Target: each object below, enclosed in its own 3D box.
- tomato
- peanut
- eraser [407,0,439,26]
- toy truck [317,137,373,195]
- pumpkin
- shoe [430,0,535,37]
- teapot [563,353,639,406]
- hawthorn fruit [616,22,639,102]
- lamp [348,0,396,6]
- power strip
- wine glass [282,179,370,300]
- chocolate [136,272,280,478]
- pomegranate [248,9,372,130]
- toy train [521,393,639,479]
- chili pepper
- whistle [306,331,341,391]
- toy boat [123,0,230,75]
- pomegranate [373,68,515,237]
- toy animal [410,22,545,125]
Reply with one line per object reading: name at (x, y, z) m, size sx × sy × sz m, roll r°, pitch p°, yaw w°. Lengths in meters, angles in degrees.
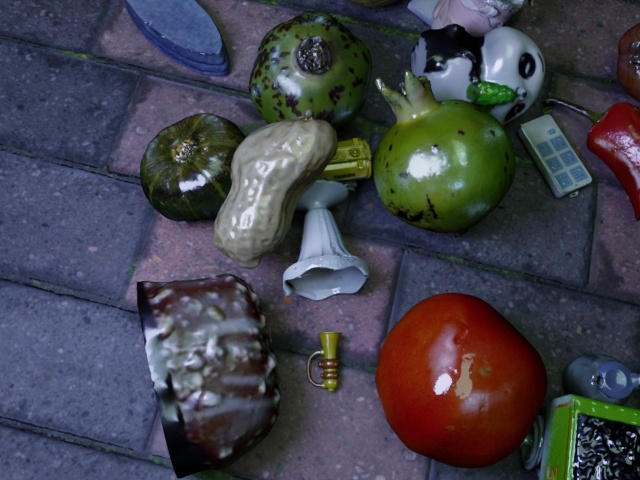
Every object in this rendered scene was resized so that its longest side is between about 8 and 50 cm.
tomato at (0.244, 0.233, 1.070) m, size 0.299 × 0.226 × 0.298 m, roll 2°, pitch 68°, yaw -5°
peanut at (-0.092, -0.099, 1.097) m, size 0.159 × 0.143 × 0.291 m, roll 34°, pitch 96°, yaw 30°
eraser at (0.286, -0.556, 1.440) m, size 0.104 × 0.023 × 0.150 m, roll 40°, pitch 73°, yaw 7°
toy truck at (-0.014, -0.144, 1.236) m, size 0.227 × 0.114 × 0.097 m, roll -8°, pitch 72°, yaw -6°
pumpkin at (-0.234, -0.136, 1.198) m, size 0.224 × 0.157 × 0.223 m, roll -6°, pitch 59°, yaw 10°
shoe at (0.387, -0.574, 1.345) m, size 0.172 × 0.198 × 0.350 m, roll 25°, pitch 78°, yaw -15°
teapot at (0.532, 0.267, 1.137) m, size 0.149 × 0.108 × 0.111 m, roll 28°, pitch 74°, yaw 6°
hawthorn fruit at (0.773, -0.386, 1.324) m, size 0.263 × 0.210 × 0.210 m, roll -7°, pitch 72°, yaw -14°
lamp at (0.128, -0.638, 1.360) m, size 0.250 × 0.250 × 0.284 m, roll 41°, pitch 35°, yaw 10°
power strip at (0.493, -0.179, 1.323) m, size 0.082 × 0.035 × 0.192 m, roll -23°, pitch 75°, yaw -11°
wine glass at (0.000, 0.000, 1.175) m, size 0.165 × 0.165 × 0.196 m, roll -7°, pitch 64°, yaw -6°
chocolate at (-0.177, 0.206, 1.060) m, size 0.210 × 0.225 × 0.339 m, roll -12°, pitch 76°, yaw -15°
pomegranate at (-0.021, -0.321, 1.218) m, size 0.255 × 0.270 × 0.254 m, roll 0°, pitch 90°, yaw -2°
toy train at (0.425, 0.402, 1.013) m, size 0.174 × 0.249 × 0.307 m, roll 12°, pitch 72°, yaw 3°
chili pepper at (0.628, -0.213, 1.294) m, size 0.135 × 0.131 × 0.338 m, roll -21°, pitch 72°, yaw -20°
whistle at (0.008, 0.222, 1.155) m, size 0.057 × 0.046 × 0.109 m, roll 8°, pitch 77°, yaw -16°
toy boat at (-0.302, -0.458, 1.344) m, size 0.283 × 0.078 × 0.127 m, roll 42°, pitch 71°, yaw 11°
pomegranate at (0.209, -0.161, 1.159) m, size 0.260 × 0.260 × 0.340 m, roll -42°, pitch 112°, yaw -15°
toy animal at (0.319, -0.328, 1.273) m, size 0.267 × 0.212 × 0.212 m, roll 4°, pitch 71°, yaw 4°
